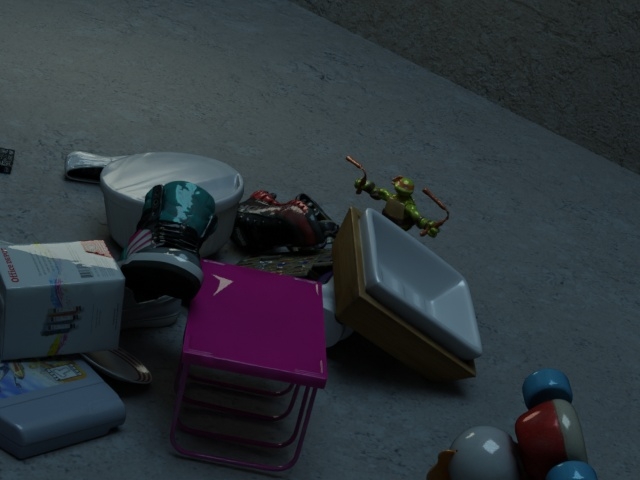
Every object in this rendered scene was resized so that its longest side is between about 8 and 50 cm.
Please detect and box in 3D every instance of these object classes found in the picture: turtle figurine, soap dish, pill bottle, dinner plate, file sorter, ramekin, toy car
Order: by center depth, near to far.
[{"bbox_3d":[0.276,0.340,1.698,0.237,0.210,0.219,-11,40,6],"label":"toy car"},{"bbox_3d":[-0.113,0.186,1.720,0.202,0.182,0.291,12,24,-7],"label":"file sorter"},{"bbox_3d":[-0.322,0.184,1.751,0.141,0.017,0.141,30,7,-4],"label":"dinner plate"},{"bbox_3d":[0.143,0.100,1.984,0.291,0.118,0.229,36,30,-29],"label":"soap dish"},{"bbox_3d":[0.026,0.115,2.040,0.108,0.108,0.193,21,25,9],"label":"pill bottle"},{"bbox_3d":[-0.281,-0.062,2.159,0.272,0.127,0.273,5,24,-2],"label":"ramekin"},{"bbox_3d":[0.142,-0.048,2.318,0.269,0.217,0.087,31,28,29],"label":"turtle figurine"}]

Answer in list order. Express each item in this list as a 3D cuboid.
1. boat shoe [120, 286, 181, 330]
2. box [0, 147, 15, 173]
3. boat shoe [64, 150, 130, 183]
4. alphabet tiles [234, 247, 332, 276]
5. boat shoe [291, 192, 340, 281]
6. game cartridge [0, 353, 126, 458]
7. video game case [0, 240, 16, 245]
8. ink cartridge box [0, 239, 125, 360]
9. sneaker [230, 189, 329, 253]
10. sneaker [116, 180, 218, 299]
[{"bbox_3d":[-0.329,0.100,1.884,0.227,0.081,0.079,-5,32,-38],"label":"boat shoe"},{"bbox_3d":[-0.653,-0.164,2.308,0.067,0.018,0.083,10,26,-15],"label":"box"},{"bbox_3d":[-0.432,-0.140,2.347,0.184,0.066,0.063,12,39,-15],"label":"boat shoe"},{"bbox_3d":[-0.065,0.043,2.099,0.198,0.009,0.237,-5,9,9],"label":"alphabet tiles"},{"bbox_3d":[0.000,0.000,2.281,0.102,0.092,0.285,3,28,-28],"label":"boat shoe"},{"bbox_3d":[-0.442,0.195,1.654,0.198,0.062,0.297,-6,33,-47],"label":"game cartridge"},{"bbox_3d":[-0.495,0.047,1.891,0.226,0.026,0.206,14,13,4],"label":"video game case"},{"bbox_3d":[-0.393,0.085,1.687,0.176,0.127,0.128,-2,30,-26],"label":"ink cartridge box"},{"bbox_3d":[-0.094,-0.024,2.213,0.135,0.098,0.276,-30,24,-25],"label":"sneaker"},{"bbox_3d":[-0.217,-0.006,1.737,0.123,0.178,0.295,31,-15,-20],"label":"sneaker"}]
